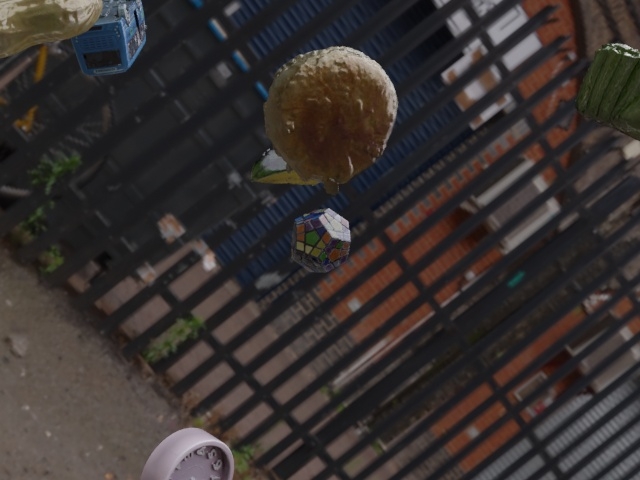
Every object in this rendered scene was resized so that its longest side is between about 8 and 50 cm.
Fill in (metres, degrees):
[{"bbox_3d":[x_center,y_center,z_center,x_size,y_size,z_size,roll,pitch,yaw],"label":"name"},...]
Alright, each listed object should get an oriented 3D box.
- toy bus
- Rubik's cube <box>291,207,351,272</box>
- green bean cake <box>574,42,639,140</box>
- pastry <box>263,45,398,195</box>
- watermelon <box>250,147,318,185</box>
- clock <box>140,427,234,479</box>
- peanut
[{"bbox_3d":[-0.431,-0.429,1.777,0.246,0.113,0.134,-94,177,-63],"label":"toy bus"},{"bbox_3d":[0.000,0.000,1.430,0.111,0.093,0.111,23,-27,12],"label":"Rubik's cube"},{"bbox_3d":[0.530,-0.206,1.299,0.248,0.125,0.222,9,20,-21],"label":"green bean cake"},{"bbox_3d":[0.020,-0.283,1.950,0.330,0.329,0.136,51,0,-32],"label":"pastry"},{"bbox_3d":[-0.076,-0.200,2.411,0.123,0.129,0.301,47,27,24],"label":"watermelon"},{"bbox_3d":[-0.273,0.490,1.773,0.068,0.197,0.197,20,-22,41],"label":"clock"},{"bbox_3d":[-0.391,-0.299,1.152,0.098,0.214,0.090,42,-33,40],"label":"peanut"}]
